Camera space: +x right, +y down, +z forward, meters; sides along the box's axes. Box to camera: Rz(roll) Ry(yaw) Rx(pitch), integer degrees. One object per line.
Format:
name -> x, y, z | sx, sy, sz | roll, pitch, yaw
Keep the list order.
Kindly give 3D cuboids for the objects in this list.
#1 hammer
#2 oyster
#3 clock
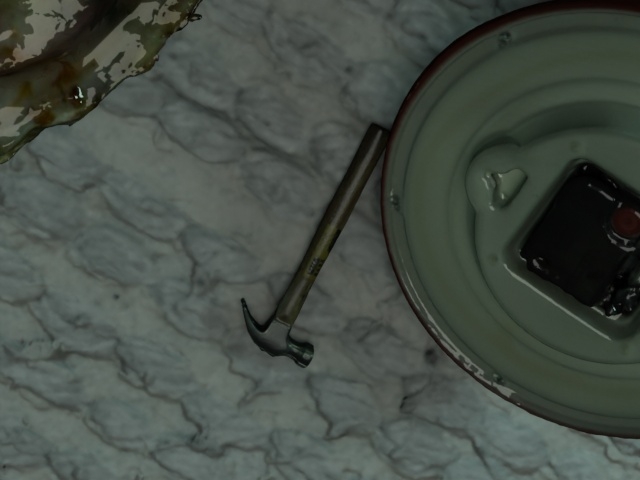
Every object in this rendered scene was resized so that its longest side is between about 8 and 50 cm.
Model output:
hammer -> 0.000, 0.000, 1.305 | 0.062, 0.017, 0.182 | 23, 105, -12
oyster -> -0.171, -0.172, 1.192 | 0.221, 0.096, 0.361 | 20, 107, -16
clock -> 0.188, -0.007, 1.219 | 0.318, 0.080, 0.318 | 11, 122, 17
